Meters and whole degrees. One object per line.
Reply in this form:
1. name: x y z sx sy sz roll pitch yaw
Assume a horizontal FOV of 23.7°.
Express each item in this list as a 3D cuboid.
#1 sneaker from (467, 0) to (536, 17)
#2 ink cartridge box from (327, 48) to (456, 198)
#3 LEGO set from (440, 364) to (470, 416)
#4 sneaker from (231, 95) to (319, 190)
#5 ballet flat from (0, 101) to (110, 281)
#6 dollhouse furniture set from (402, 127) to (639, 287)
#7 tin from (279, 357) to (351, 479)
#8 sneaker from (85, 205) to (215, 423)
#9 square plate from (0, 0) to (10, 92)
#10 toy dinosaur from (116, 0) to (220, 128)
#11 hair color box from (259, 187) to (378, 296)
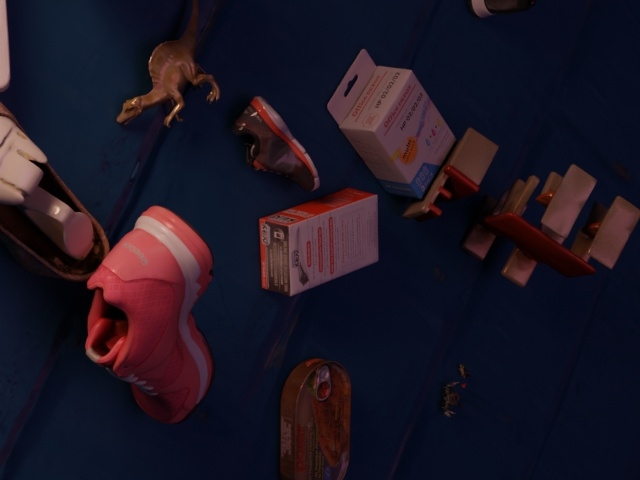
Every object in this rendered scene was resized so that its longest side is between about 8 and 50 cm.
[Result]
1. sneaker: 0.285 -0.409 2.076 0.078 0.106 0.234 27 79 -50
2. ink cartridge box: 0.093 -0.150 1.958 0.104 0.062 0.181 -59 136 -20
3. LEGO set: 0.191 0.218 2.204 0.083 0.023 0.054 -52 137 -45
4. sneaker: -0.058 -0.105 1.817 0.065 0.061 0.158 -39 131 -2
5. ballet flat: -0.292 -0.056 1.468 0.107 0.106 0.316 -58 146 -14
6. dollhouse furniture set: 0.254 -0.023 2.056 0.259 0.262 0.135 33 74 -13
7. tin: -0.008 0.244 1.968 0.106 0.040 0.189 -14 110 -51
8. sneaker: -0.198 0.101 1.619 0.136 0.116 0.313 -38 149 -32
9. square plate: -0.430 -0.281 1.334 0.344 0.049 0.347 -16 112 -45
10. toy dinosaur: -0.151 -0.190 1.675 0.092 0.053 0.183 44 67 -44
11. hair color box: 0.000 0.000 1.899 0.167 0.053 0.093 -20 116 -46
